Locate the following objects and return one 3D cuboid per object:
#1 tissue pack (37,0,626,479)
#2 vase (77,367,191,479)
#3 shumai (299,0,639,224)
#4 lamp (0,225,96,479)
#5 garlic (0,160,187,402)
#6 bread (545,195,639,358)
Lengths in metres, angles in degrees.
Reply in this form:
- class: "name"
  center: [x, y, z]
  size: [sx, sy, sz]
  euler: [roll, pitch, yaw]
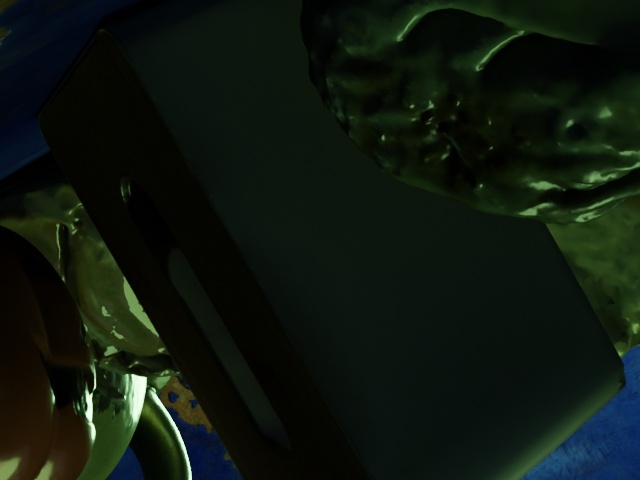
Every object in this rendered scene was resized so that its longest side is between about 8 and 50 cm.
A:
- class: "tissue pack"
  center: [0.000, 0.003, 0.526]
  size: [0.136, 0.246, 0.159]
  euler: [-32, -176, -25]
- class: "vase"
  center: [-0.222, 0.139, 0.978]
  size: [0.241, 0.329, 0.302]
  euler: [-31, -178, 27]
- class: "shumai"
  center: [0.082, -0.099, 0.390]
  size: [0.184, 0.184, 0.142]
  euler: [-29, 160, -10]
- class: "lamp"
  center: [-0.194, 0.063, 0.487]
  size: [0.187, 0.164, 0.188]
  euler: [-21, 160, -8]
- class: "garlic"
  center: [-0.140, 0.005, 0.807]
  size: [0.229, 0.178, 0.143]
  euler: [-10, -146, -5]
- class: "bread"
  center: [0.124, -0.077, 0.563]
  size: [0.211, 0.224, 0.183]
  euler: [18, 143, -40]
